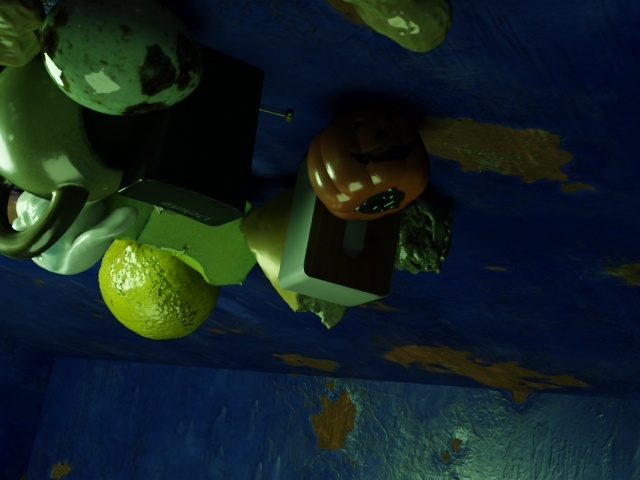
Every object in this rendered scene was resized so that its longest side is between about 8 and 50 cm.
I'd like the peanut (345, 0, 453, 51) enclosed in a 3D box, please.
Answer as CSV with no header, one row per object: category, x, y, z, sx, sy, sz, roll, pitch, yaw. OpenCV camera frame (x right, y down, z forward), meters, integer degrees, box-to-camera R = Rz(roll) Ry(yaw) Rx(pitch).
peanut,0.071,-0.293,1.320,0.104,0.086,0.228,8,164,46

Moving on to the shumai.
shumai,0.182,-0.028,2.035,0.142,0.184,0.184,-12,166,-11

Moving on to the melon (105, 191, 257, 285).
melon,-0.271,-0.034,2.143,0.331,0.226,0.343,-16,163,34

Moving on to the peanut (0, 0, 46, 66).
peanut,-0.462,-0.313,1.508,0.196,0.110,0.233,26,157,-13

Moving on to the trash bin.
trash bin,-0.182,-0.156,1.655,0.165,0.225,0.115,19,160,-27

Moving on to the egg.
egg,-0.260,-0.249,1.505,0.231,0.169,0.169,11,166,-40

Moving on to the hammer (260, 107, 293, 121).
hammer,-0.102,-0.211,1.796,0.123,0.014,0.029,15,153,-11

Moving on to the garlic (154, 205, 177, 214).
garlic,-0.241,-0.151,1.836,0.143,0.178,0.229,37,149,19

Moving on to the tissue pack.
tissue pack,0.037,-0.028,1.914,0.159,0.246,0.136,15,164,-19

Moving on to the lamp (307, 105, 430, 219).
lamp,0.071,-0.125,1.735,0.187,0.164,0.188,-13,158,-6

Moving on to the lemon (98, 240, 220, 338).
lemon,-0.347,0.091,2.495,0.258,0.258,0.310,4,160,17

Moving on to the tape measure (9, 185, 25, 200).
tape measure,-0.605,-0.157,2.017,0.231,0.149,0.245,1,161,21

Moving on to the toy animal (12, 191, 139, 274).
toy animal,-0.418,-0.086,1.951,0.174,0.249,0.289,12,147,-36

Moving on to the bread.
bread,0.008,0.004,2.061,0.211,0.224,0.183,-44,141,22

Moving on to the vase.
vase,-0.425,-0.132,1.695,0.302,0.329,0.241,-1,163,31
